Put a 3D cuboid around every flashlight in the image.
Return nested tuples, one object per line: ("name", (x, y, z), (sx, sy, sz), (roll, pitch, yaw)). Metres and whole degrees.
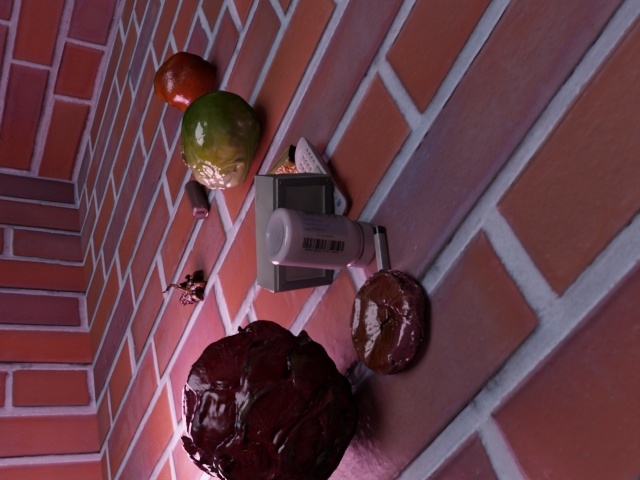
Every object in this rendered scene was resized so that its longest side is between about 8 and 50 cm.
("flashlight", (0.108, 0.015, 1.249), (0.018, 0.018, 0.083), (-35, 55, 54))

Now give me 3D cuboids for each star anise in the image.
("star anise", (-0.404, 0.146, 2.078), (0.191, 0.070, 0.097), (-19, 79, 45))

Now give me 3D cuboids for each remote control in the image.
("remote control", (0.003, -0.128, 1.446), (0.229, 0.044, 0.073), (58, 137, 37))

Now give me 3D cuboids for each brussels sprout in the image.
("brussels sprout", (-0.259, -0.258, 1.780), (0.244, 0.244, 0.244), (-19, 68, 58))

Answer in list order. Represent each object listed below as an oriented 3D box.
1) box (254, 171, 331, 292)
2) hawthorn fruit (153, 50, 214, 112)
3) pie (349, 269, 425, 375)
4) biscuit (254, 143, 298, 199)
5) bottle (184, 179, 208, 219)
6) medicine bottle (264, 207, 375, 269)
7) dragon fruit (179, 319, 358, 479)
("box", (-0.053, -0.019, 1.388), (0.086, 0.130, 0.225), (14, 108, 57))
("hawthorn fruit", (-0.409, -0.483, 2.128), (0.189, 0.189, 0.189), (-19, 68, 58))
("pie", (0.113, 0.139, 1.185), (0.182, 0.050, 0.182), (-26, 59, 53))
("biscuit", (-0.096, -0.150, 1.615), (0.188, 0.052, 0.056), (-42, 37, 49))
("bottle", (-0.373, -0.123, 2.100), (0.053, 0.053, 0.140), (-63, 36, 32))
("medicine bottle", (0.000, 0.000, 1.273), (0.103, 0.187, 0.102), (-17, 70, 59))
("dragon fruit", (-0.092, 0.308, 1.268), (0.329, 0.329, 0.329), (-19, 68, 58))
